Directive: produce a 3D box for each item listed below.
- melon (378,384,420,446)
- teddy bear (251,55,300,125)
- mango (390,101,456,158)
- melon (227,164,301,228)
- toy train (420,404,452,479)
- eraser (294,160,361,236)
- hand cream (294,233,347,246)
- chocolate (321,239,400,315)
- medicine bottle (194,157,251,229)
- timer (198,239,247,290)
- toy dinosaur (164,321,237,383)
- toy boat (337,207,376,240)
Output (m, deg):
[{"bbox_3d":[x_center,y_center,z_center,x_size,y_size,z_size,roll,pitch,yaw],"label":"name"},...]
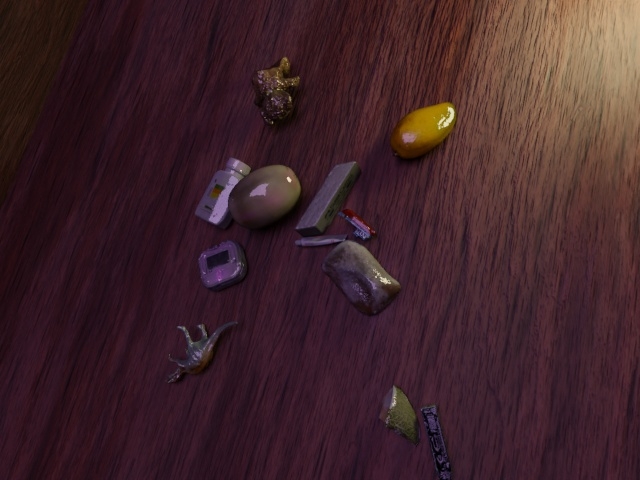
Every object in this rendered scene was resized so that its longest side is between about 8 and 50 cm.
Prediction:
[{"bbox_3d":[0.247,0.594,1.438,0.093,0.139,0.202,-38,67,30],"label":"melon"},{"bbox_3d":[-0.195,-0.673,1.946,0.246,0.222,0.296,-21,25,19],"label":"teddy bear"},{"bbox_3d":[0.394,-0.426,1.678,0.317,0.119,0.176,-34,64,-2],"label":"mango"},{"bbox_3d":[-0.230,-0.174,1.761,0.317,0.223,0.223,-31,67,9],"label":"melon"},{"bbox_3d":[0.378,0.656,1.402,0.052,0.051,0.234,-17,73,15],"label":"toy train"},{"bbox_3d":[0.034,-0.160,1.725,0.077,0.111,0.352,31,86,22],"label":"eraser"},{"bbox_3d":[0.000,-0.002,1.729,0.216,0.038,0.052,-5,51,20],"label":"hand cream"},{"bbox_3d":[0.137,0.129,1.618,0.185,0.100,0.303,-46,63,5],"label":"chocolate"},{"bbox_3d":[-0.416,-0.208,1.899,0.161,0.111,0.296,26,83,24],"label":"medicine bottle"},{"bbox_3d":[-0.415,0.104,1.832,0.208,0.069,0.191,-25,65,13],"label":"timer"},{"bbox_3d":[-0.480,0.417,1.751,0.393,0.092,0.205,-26,68,9],"label":"toy dinosaur"},{"bbox_3d":[0.137,-0.061,1.683,0.173,0.069,0.059,43,105,19],"label":"toy boat"}]
